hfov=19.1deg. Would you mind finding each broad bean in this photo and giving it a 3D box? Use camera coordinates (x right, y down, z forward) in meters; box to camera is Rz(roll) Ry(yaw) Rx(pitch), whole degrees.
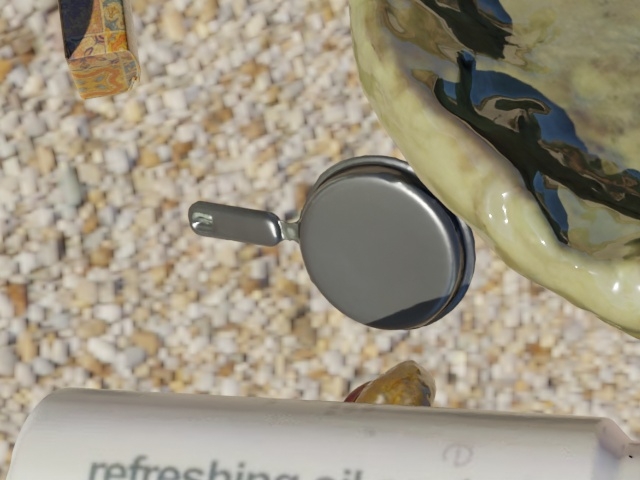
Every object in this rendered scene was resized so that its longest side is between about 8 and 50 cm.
[{"bbox_3d":[0.060,0.241,2.086,0.122,0.156,0.228,31,82,18],"label":"broad bean"}]

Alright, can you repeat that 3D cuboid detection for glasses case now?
[{"bbox_3d":[-0.167,-0.217,1.364,0.049,0.075,0.218,-9,71,-1],"label":"glasses case"}]

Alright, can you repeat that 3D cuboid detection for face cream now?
[{"bbox_3d":[0.046,0.104,0.667,0.311,0.092,0.092,3,85,16],"label":"face cream"}]

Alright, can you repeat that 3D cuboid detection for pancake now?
[{"bbox_3d":[0.127,-0.062,0.604,0.242,0.050,0.242,5,58,-8],"label":"pancake"}]

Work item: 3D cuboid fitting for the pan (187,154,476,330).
[{"bbox_3d":[0.000,0.000,1.379,0.028,0.235,0.136,-38,129,-54],"label":"pan"}]
